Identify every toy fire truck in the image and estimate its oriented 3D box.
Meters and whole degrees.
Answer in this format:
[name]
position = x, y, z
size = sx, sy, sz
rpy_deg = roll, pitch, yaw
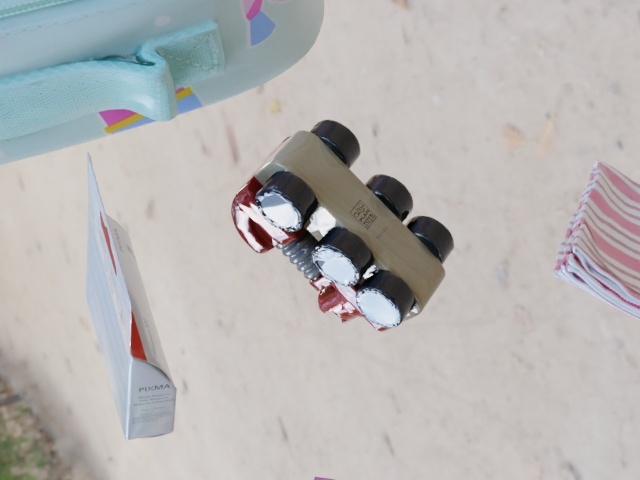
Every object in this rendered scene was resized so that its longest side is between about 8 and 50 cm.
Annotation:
[toy fire truck]
position = 0.000, 0.000, 1.382
size = 0.217, 0.158, 0.246
rpy_deg = 44, 144, -10

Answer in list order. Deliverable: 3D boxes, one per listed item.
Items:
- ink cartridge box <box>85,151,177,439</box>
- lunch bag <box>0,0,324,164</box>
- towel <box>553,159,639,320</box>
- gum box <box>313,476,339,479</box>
[ink cartridge box]
position = -0.182, 0.055, 1.234
size = 0.232, 0.066, 0.189
rpy_deg = 108, 147, -48
[lunch bag]
position = -0.139, -0.122, 0.426
size = 0.108, 0.279, 0.224
rpy_deg = 83, 167, -58
[towel]
position = 0.257, 0.008, 0.961
size = 0.144, 0.197, 0.029
rpy_deg = 28, 123, 5
[gum box]
position = 0.031, 0.285, 1.114
size = 0.188, 0.107, 0.062
rpy_deg = 101, 179, -51
